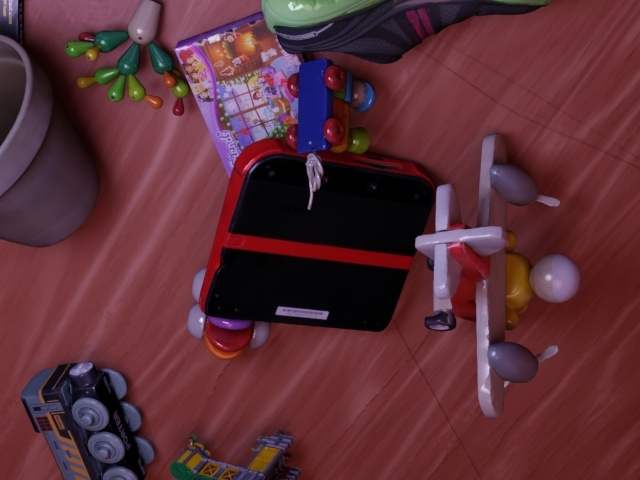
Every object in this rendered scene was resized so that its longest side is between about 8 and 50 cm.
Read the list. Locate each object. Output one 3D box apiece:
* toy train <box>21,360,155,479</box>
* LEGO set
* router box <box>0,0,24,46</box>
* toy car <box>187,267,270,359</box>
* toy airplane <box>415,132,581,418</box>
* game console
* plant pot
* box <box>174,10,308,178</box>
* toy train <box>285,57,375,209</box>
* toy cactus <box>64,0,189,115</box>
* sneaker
[{"bbox_3d":[-0.464,0.389,1.995,0.190,0.142,0.333,-7,118,17],"label":"toy train"},{"bbox_3d":[-0.149,0.523,2.062,0.255,0.192,0.331,-3,116,34],"label":"LEGO set"},{"bbox_3d":[-0.572,-0.354,1.677,0.133,0.046,0.178,6,115,-3],"label":"router box"},{"bbox_3d":[-0.169,0.142,1.867,0.159,0.136,0.182,10,115,-4],"label":"toy car"},{"bbox_3d":[0.306,0.049,1.689,0.273,0.384,0.386,2,115,10],"label":"toy airplane"},{"bbox_3d":[0.000,0.000,1.780,0.387,0.060,0.342,8,116,-24],"label":"game console"},{"bbox_3d":[-0.521,-0.132,1.642,0.323,0.323,0.280,-28,144,13],"label":"plant pot"},{"bbox_3d":[-0.103,-0.239,1.727,0.201,0.057,0.293,-18,114,8],"label":"box"},{"bbox_3d":[0.026,-0.167,1.656,0.105,0.143,0.248,-4,83,42],"label":"toy train"},{"bbox_3d":[-0.312,-0.317,1.682,0.219,0.112,0.180,21,95,-7],"label":"toy cactus"},{"bbox_3d":[0.140,-0.401,1.607,0.483,0.185,0.202,-6,157,-8],"label":"sneaker"}]
